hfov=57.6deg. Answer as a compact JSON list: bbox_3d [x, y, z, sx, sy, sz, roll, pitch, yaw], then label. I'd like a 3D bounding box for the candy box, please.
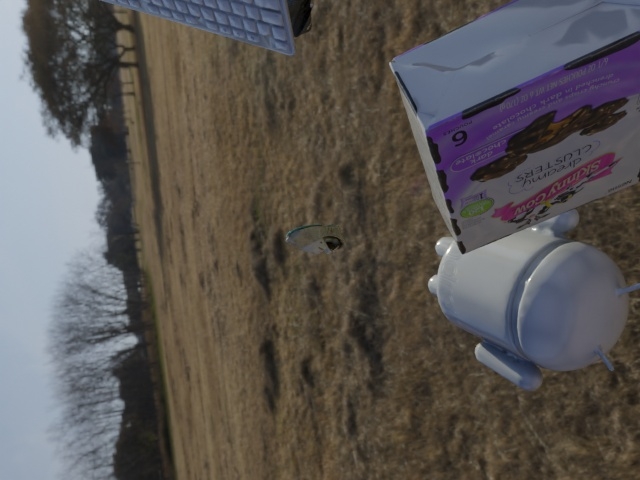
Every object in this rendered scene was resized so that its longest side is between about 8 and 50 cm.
[{"bbox_3d":[0.159,-0.085,0.439,0.196,0.165,0.070,52,-164,-58],"label":"candy box"}]

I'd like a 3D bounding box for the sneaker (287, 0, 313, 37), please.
[{"bbox_3d":[-0.047,-0.426,1.053,0.234,0.106,0.078,-2,64,61],"label":"sneaker"}]

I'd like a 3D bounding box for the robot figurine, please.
[{"bbox_3d":[0.331,0.084,0.939,0.353,0.200,0.299,22,108,58],"label":"robot figurine"}]

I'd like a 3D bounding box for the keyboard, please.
[{"bbox_3d":[-0.130,-0.182,0.385,0.014,0.256,0.072,-61,-21,-19],"label":"keyboard"}]

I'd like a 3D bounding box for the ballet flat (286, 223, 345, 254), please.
[{"bbox_3d":[0.000,0.000,1.033,0.057,0.168,0.052,-34,79,27],"label":"ballet flat"}]
